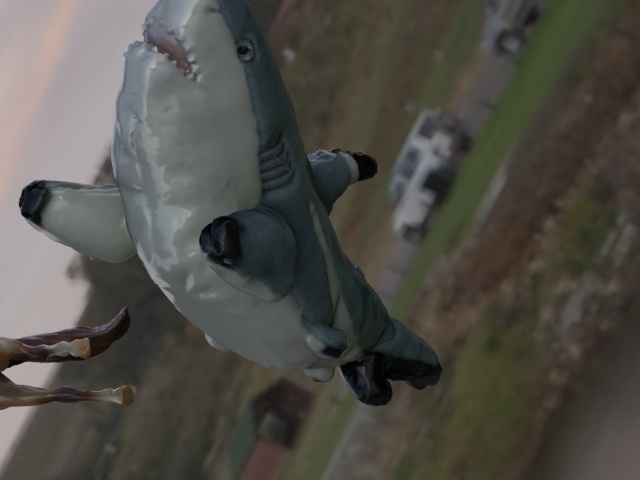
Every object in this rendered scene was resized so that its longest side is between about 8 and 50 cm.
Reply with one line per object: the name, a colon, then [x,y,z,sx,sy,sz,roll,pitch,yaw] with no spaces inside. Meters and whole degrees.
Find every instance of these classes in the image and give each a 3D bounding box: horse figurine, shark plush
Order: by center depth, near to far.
shark plush: [0.000,0.000,0.474,0.073,0.161,0.067,3,61,48]
horse figurine: [-0.229,0.077,1.096,0.263,0.174,0.066,-2,-87,-58]
